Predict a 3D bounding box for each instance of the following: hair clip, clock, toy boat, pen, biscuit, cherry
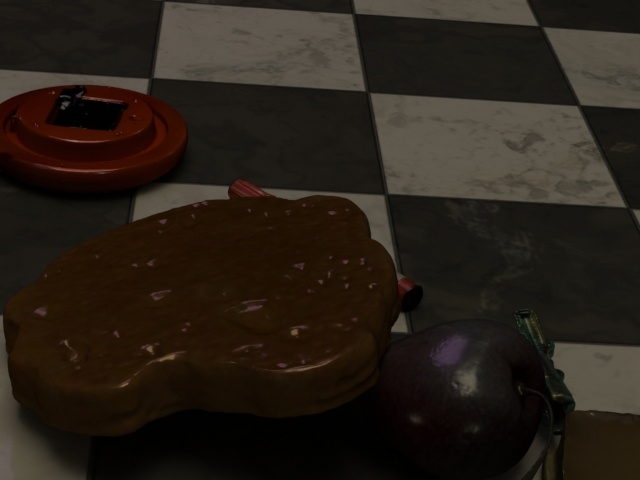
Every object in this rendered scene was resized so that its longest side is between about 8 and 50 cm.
[{"bbox_3d":[0.171,0.106,1.110,0.049,0.049,0.173,4,23,-4],"label":"hair clip"},{"bbox_3d":[-0.236,-0.109,1.405,0.205,0.051,0.205,4,31,-3],"label":"clock"},{"bbox_3d":[0.213,0.192,0.952,0.116,0.061,0.188,7,30,1],"label":"toy boat"},{"bbox_3d":[0.000,0.000,1.279,0.028,0.028,0.239,-22,40,-39],"label":"pen"},{"bbox_3d":[-0.090,0.056,1.085,0.312,0.057,0.351,-15,24,-9],"label":"biscuit"},{"bbox_3d":[0.086,0.127,0.994,0.148,0.115,0.188,27,39,9],"label":"cherry"}]
